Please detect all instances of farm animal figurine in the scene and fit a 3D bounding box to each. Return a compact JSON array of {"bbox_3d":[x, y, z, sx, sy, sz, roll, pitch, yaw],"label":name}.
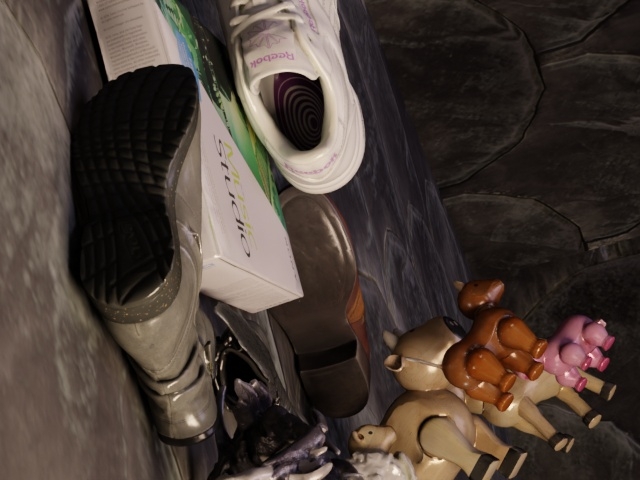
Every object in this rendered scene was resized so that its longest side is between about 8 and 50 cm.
[{"bbox_3d":[0.125,0.168,1.720,0.172,0.327,0.330,33,-3,26],"label":"farm animal figurine"}]

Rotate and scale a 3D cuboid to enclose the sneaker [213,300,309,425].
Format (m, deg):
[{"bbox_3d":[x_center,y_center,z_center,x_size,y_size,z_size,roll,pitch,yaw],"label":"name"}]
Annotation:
[{"bbox_3d":[-0.054,0.124,1.402,0.089,0.051,0.170,-58,126,-78],"label":"sneaker"}]

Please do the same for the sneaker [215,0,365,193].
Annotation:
[{"bbox_3d":[-0.031,-0.194,1.535,0.152,0.114,0.305,8,64,-82],"label":"sneaker"}]

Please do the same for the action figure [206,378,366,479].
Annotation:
[{"bbox_3d":[-0.015,0.196,1.176,0.276,0.141,0.164,29,-37,45],"label":"action figure"}]

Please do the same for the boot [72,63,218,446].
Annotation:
[{"bbox_3d":[-0.111,0.009,1.210,0.161,0.083,0.246,75,11,-45],"label":"boot"}]

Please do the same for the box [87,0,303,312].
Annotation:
[{"bbox_3d":[-0.095,-0.069,1.450,0.322,0.058,0.232,37,37,-78],"label":"box"}]

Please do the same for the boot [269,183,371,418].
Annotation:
[{"bbox_3d":[0.000,0.000,1.800,0.280,0.096,0.264,-93,164,-58],"label":"boot"}]
